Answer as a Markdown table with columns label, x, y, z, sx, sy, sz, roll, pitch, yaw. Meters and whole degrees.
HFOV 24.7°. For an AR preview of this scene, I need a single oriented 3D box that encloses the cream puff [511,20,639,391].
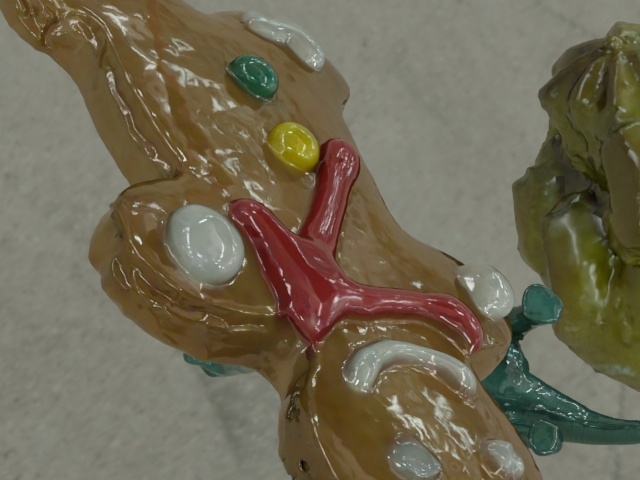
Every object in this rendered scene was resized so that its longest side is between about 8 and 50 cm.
| label | x | y | z | sx | sy | sz | roll | pitch | yaw |
| --- | --- | --- | --- | --- | --- | --- | --- | --- | --- |
| cream puff | 0.316 | -0.057 | 1.384 | 0.275 | 0.378 | 0.378 | 29 | 53 | -26 |

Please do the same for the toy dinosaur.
| label | x | y | z | sx | sy | sz | roll | pitch | yaw |
| --- | --- | --- | --- | --- | --- | --- | --- | --- | --- |
| toy dinosaur | 0.079 | 0.117 | 1.181 | 0.383 | 0.331 | 0.129 | 18 | 74 | -3 |

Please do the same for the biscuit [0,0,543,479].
| label | x | y | z | sx | sy | sz | roll | pitch | yaw |
| --- | --- | --- | --- | --- | --- | --- | --- | --- | --- |
| biscuit | 0.000 | 0.000 | 0.592 | 0.216 | 0.047 | 0.340 | 13 | 37 | -40 |
